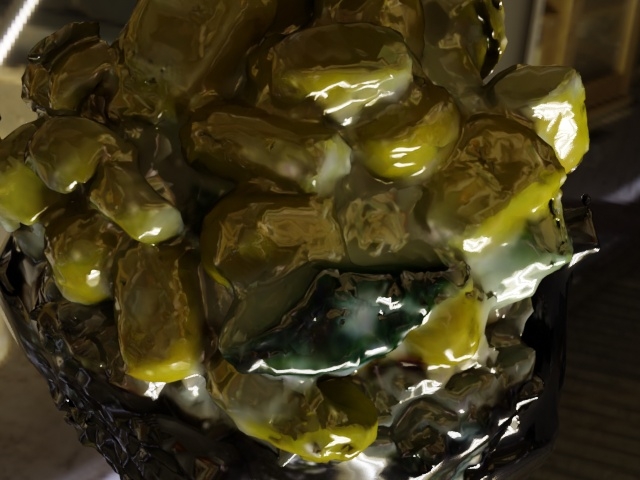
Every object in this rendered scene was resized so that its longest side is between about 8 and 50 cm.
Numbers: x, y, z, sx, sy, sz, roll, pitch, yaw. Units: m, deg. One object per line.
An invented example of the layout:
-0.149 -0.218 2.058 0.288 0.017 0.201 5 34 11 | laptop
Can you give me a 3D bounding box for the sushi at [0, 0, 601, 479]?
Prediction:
0.000 0.000 0.665 0.328 0.285 0.328 -25 -108 -19 | sushi
